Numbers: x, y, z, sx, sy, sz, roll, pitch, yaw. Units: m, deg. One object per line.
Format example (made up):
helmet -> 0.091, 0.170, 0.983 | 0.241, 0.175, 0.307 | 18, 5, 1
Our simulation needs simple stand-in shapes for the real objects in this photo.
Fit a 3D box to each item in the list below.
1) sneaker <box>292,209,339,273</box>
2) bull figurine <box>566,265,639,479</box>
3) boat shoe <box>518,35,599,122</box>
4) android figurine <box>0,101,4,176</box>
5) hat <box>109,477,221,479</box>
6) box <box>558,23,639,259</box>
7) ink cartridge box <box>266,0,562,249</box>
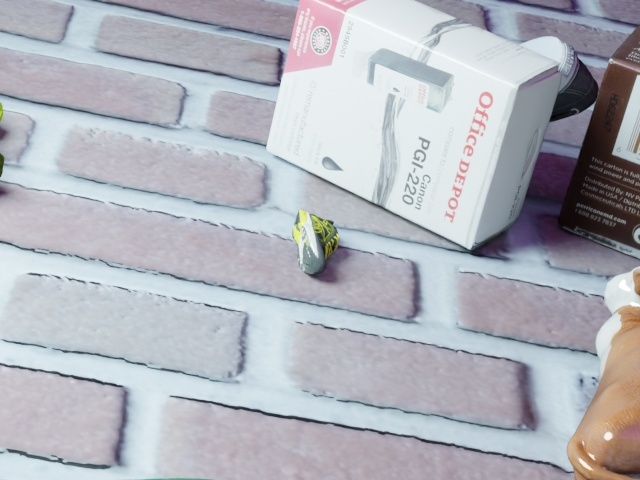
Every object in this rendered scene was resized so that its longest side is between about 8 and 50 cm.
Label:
sneaker -> 0.000, 0.000, 1.412 | 0.035, 0.031, 0.083 | 7, 29, -13
bull figurine -> 0.264, 0.118, 1.240 | 0.188, 0.101, 0.310 | 22, 29, 11
boat shoe -> 0.150, -0.123, 1.589 | 0.076, 0.228, 0.080 | 35, 55, -34
android figurine -> -0.383, -0.107, 1.416 | 0.273, 0.056, 0.248 | 33, 34, 31
hat -> -0.102, 0.229, 0.964 | 0.173, 0.184, 0.208 | 6, -16, -35
box -> 0.334, -0.090, 1.574 | 0.168, 0.167, 0.203 | 22, 29, 16
ink cartridge box -> 0.077, -0.111, 1.512 | 0.218, 0.159, 0.092 | 26, 29, 22
